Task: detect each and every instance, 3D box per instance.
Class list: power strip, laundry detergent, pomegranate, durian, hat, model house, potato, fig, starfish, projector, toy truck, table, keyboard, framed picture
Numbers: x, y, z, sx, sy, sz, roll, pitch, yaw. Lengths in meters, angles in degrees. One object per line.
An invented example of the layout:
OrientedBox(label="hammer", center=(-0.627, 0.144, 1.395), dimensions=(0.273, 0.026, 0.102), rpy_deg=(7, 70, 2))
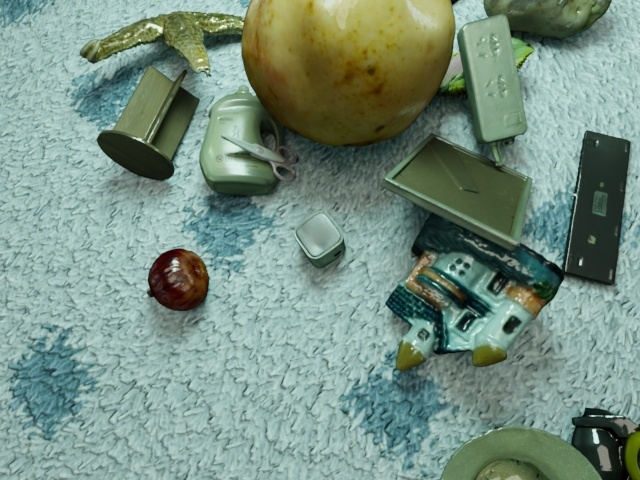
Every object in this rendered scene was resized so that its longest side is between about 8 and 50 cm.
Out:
OrientedBox(label="power strip", center=(0.348, -0.292, 0.876), dimensions=(0.093, 0.053, 0.289), rpy_deg=(-14, 96, 3))
OrientedBox(label="laundry detergent", center=(-0.173, -0.232, 0.974), dimensions=(0.180, 0.091, 0.254), rpy_deg=(2, 73, -6))
OrientedBox(label="pomegranate", center=(0.052, -0.383, 0.837), dimensions=(0.410, 0.411, 0.413), rpy_deg=(-2, 73, 6))
OrientedBox(label="durian", center=(0.338, -0.363, 0.957), dimensions=(0.220, 0.096, 0.137), rpy_deg=(-21, 36, 2))
OrientedBox(label="hat", center=(0.307, 0.425, 0.698), dimensions=(0.256, 0.130, 0.258), rpy_deg=(-2, 73, 5))
OrientedBox(label="model house", center=(0.233, 0.121, 0.783), dimensions=(0.253, 0.184, 0.291), rpy_deg=(36, 85, 12))
OrientedBox(label="potato", center=(0.495, -0.541, 0.961), dimensions=(0.261, 0.165, 0.165), rpy_deg=(12, 75, 7))
OrientedBox(label="fig", center=(-0.299, 0.075, 0.886), dimensions=(0.150, 0.128, 0.129), rpy_deg=(12, 75, 16))
OrientedBox(label="starfish", center=(-0.319, -0.482, 1.022), dimensions=(0.430, 0.083, 0.324), rpy_deg=(6, 42, 10))
OrientedBox(label="projector", center=(0.000, 0.000, 0.890), dimensions=(0.083, 0.082, 0.083), rpy_deg=(-35, 72, -4))
OrientedBox(label="toy truck", center=(0.489, 0.395, 0.694), dimensions=(0.165, 0.147, 0.225), rpy_deg=(3, 75, 33))
OrientedBox(label="table", center=(-0.373, -0.278, 0.993), dimensions=(0.166, 0.167, 0.227), rpy_deg=(12, 66, 10))
OrientedBox(label="keyboard", center=(0.550, -0.071, 0.876), dimensions=(0.106, 0.027, 0.318), rpy_deg=(16, 76, 8))
OrientedBox(label="framed picture", center=(0.271, -0.110, 0.816), dimensions=(0.240, 0.021, 0.324), rpy_deg=(28, 36, 13))

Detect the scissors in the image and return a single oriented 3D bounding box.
OrientedBox(label="scissors", center=(-0.124, -0.184, 0.912), dimensions=(0.176, 0.022, 0.086), rpy_deg=(20, 62, -27))

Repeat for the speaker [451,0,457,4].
OrientedBox(label="speaker", center=(0.344, -0.650, 1.066), dimensions=(0.218, 0.044, 0.082), rpy_deg=(-38, 73, -5))
